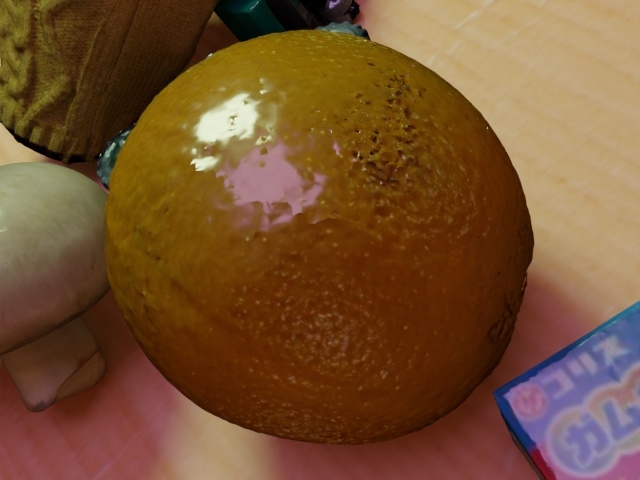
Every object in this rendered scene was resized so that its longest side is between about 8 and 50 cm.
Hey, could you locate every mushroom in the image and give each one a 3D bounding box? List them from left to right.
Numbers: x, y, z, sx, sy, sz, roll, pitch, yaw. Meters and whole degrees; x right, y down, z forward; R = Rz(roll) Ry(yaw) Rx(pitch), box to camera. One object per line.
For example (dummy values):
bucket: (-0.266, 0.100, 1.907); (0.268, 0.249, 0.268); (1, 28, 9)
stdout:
mushroom: (-0.238, 0.043, 0.660); (0.204, 0.204, 0.204); (-10, 58, 16)

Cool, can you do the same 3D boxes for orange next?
orange: (0.000, 0.000, 0.546); (0.274, 0.274, 0.274); (-10, 58, 16)

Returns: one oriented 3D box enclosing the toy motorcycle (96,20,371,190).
toy motorcycle: (-0.061, -0.094, 0.725); (0.271, 0.106, 0.159); (-30, 48, -2)

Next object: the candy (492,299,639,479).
candy: (0.243, 0.172, 0.446); (0.157, 0.100, 0.305); (-33, 53, 1)

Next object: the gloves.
gloves: (-0.194, -0.239, 0.762); (0.203, 0.155, 0.356); (36, 107, 22)

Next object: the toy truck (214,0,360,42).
toy truck: (-0.023, -0.293, 0.826); (0.124, 0.114, 0.253); (-3, 59, 33)
